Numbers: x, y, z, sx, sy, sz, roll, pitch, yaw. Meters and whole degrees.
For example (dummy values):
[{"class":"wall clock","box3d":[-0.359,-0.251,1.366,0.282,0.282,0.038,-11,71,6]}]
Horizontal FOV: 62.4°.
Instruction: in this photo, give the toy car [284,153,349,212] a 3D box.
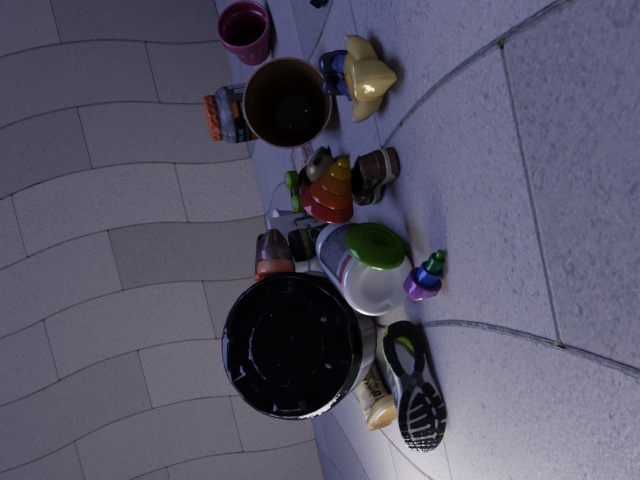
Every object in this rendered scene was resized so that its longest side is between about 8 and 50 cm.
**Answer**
[{"class":"toy car","box3d":[0.007,-0.176,1.452,0.188,0.155,0.149,126,131,-58]}]

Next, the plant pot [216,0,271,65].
[{"class":"plant pot","box3d":[-0.272,-0.767,2.006,0.180,0.201,0.201,61,-169,-73]}]

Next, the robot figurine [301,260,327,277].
[{"class":"robot figurine","box3d":[-0.014,0.249,1.764,0.300,0.199,0.353,-51,-53,-52]}]

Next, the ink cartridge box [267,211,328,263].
[{"class":"ink cartridge box","box3d":[-0.056,-0.010,1.715,0.158,0.217,0.092,92,166,-51]}]

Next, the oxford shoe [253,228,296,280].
[{"class":"oxford shoe","box3d":[-0.133,0.049,1.554,0.363,0.130,0.133,137,130,-76]}]

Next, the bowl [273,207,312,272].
[{"class":"bowl","box3d":[-0.090,0.005,2.101,0.298,0.134,0.298,167,90,-79]}]

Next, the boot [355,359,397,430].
[{"class":"boot","box3d":[0.155,0.429,1.538,0.262,0.095,0.203,93,162,-61]}]

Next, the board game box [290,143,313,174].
[{"class":"board game box","box3d":[-0.061,-0.272,1.870,0.193,0.045,0.147,119,137,-73]}]

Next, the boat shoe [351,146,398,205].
[{"class":"boat shoe","box3d":[0.091,-0.138,1.186,0.257,0.095,0.095,117,138,-72]}]

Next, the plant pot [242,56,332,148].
[{"class":"plant pot","box3d":[-0.084,-0.378,1.515,0.254,0.237,0.237,-80,-21,-82]}]

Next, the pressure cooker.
[{"class":"pressure cooker","box3d":[-0.035,0.278,1.443,0.420,0.369,0.376,22,-131,-74]}]

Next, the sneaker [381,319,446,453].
[{"class":"sneaker","box3d":[0.207,0.325,1.196,0.121,0.111,0.300,70,-170,-86]}]

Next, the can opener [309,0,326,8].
[{"class":"can opener","box3d":[-0.001,-0.608,1.231,0.059,0.073,0.186,-65,14,-7]}]

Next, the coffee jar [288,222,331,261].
[{"class":"coffee jar","box3d":[0.000,0.000,1.545,0.079,0.184,0.096,97,157,-58]}]

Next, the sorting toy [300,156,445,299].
[{"class":"sorting toy","box3d":[0.111,-0.043,1.047,0.365,0.127,0.126,44,133,27]}]

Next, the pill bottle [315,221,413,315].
[{"class":"pill bottle","box3d":[0.090,0.050,1.242,0.283,0.161,0.161,-133,32,-68]}]

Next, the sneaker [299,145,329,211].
[{"class":"sneaker","box3d":[0.012,-0.170,1.615,0.118,0.083,0.222,34,128,24]}]

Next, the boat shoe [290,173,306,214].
[{"class":"boat shoe","box3d":[-0.040,-0.096,1.845,0.111,0.104,0.307,-106,7,-59]}]

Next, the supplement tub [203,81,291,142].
[{"class":"supplement tub","box3d":[-0.228,-0.441,1.802,0.193,0.316,0.194,166,90,-79]}]

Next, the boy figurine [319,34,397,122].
[{"class":"boy figurine","box3d":[0.075,-0.324,1.079,0.285,0.092,0.177,-121,23,-64]}]
